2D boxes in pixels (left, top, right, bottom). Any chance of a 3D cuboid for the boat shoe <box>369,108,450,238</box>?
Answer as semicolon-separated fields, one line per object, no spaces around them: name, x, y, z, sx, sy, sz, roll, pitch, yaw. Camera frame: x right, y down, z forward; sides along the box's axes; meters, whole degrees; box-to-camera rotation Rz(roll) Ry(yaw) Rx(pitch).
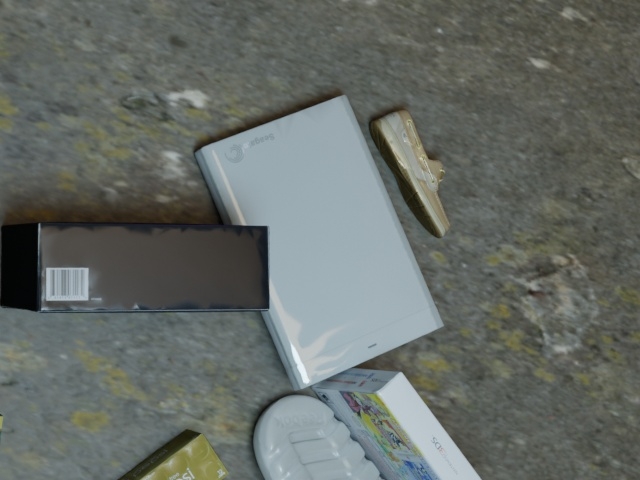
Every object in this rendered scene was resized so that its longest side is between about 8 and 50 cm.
boat shoe;0.125;-0.085;2.066;0.059;0.063;0.170;-31;100;-15

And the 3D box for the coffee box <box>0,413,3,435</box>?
coffee box;-0.419;0.277;1.838;0.113;0.040;0.184;10;86;-23

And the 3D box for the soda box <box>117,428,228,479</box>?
soda box;-0.200;0.296;1.923;0.181;0.058;0.061;-36;103;-20

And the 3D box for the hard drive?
hard drive;0.000;0.000;1.996;0.203;0.040;0.308;-22;88;-22

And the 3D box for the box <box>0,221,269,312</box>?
box;-0.209;0.030;1.855;0.261;0.184;0.103;1;87;-24

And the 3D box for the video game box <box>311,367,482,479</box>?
video game box;0.097;0.241;1.982;0.048;0.187;0.205;-41;105;-18

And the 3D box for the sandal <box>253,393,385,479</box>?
sandal;0.039;0.381;2.010;0.169;0.102;0.416;-21;85;-37
